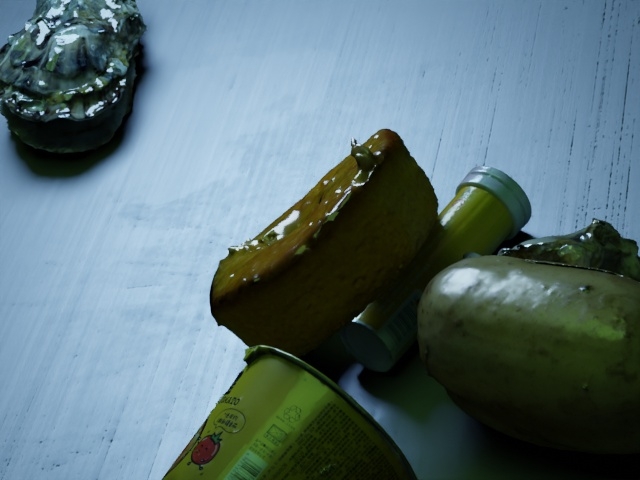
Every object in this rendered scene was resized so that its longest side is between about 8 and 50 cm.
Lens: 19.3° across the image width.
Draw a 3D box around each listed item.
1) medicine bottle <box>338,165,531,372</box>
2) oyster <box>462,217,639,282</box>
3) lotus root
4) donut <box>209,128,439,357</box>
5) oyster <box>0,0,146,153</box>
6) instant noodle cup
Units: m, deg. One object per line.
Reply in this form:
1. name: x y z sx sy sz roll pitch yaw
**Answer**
1. medicine bottle: 0.104 0.025 1.713 0.074 0.074 0.218 15 50 40
2. oyster: 0.200 0.027 1.627 0.163 0.191 0.081 -9 80 6
3. lotus root: 0.197 0.094 1.501 0.284 0.160 0.146 8 82 36
4. donut: 0.001 0.000 1.690 0.253 0.118 0.253 -42 12 11
5. oyster: -0.289 -0.240 2.210 0.162 0.158 0.351 13 51 -11
6. instant noodle cup: -0.036 0.194 1.481 0.182 0.182 0.144 23 62 45
